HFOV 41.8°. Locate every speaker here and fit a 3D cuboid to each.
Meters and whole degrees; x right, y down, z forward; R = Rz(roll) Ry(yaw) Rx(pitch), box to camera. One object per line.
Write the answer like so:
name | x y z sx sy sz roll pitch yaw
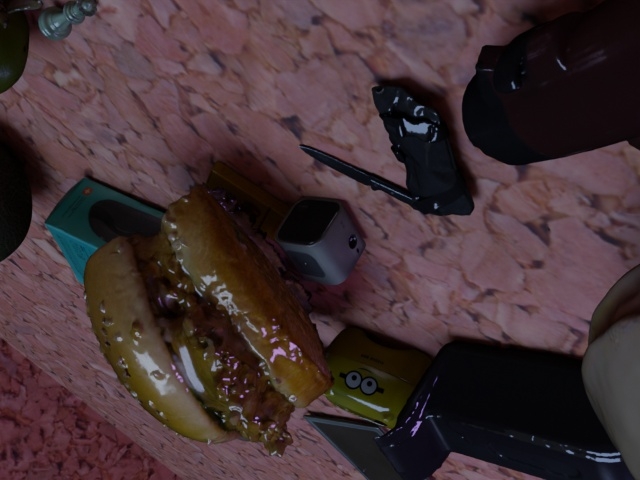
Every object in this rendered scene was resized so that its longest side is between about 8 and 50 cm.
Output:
speaker | 0.276 -0.131 0.623 0.259 0.198 0.329 -3 176 -16
speaker | 0.292 0.272 1.156 0.388 0.184 0.180 4 141 40

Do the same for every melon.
melon | -0.630 -0.064 1.482 0.237 0.237 0.301 33 157 -3

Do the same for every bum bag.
bum bag | 0.110 -0.086 0.905 0.087 0.049 0.197 17 150 36

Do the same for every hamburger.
hamburger | -0.135 0.159 1.173 0.287 0.268 0.445 63 -177 37

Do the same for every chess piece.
chess piece | -0.306 -0.277 1.029 0.093 0.042 0.042 -10 132 42

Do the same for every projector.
projector | 0.000 0.000 1.115 0.083 0.083 0.082 8 144 38

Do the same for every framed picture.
framed picture | 0.123 0.469 1.820 0.232 0.019 0.296 -3 136 47

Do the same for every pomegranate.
pomegranate | -0.437 -0.272 1.042 0.224 0.181 0.181 -24 122 37

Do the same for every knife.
knife | 0.047 -0.079 1.021 0.170 0.010 0.023 28 146 12

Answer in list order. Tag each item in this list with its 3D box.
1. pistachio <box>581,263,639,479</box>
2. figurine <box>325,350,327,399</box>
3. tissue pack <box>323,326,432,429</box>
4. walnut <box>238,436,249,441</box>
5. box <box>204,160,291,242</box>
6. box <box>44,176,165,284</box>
pistachio | 0.411 0.144 0.724 0.365 0.281 0.445 17 153 19
figurine | -0.030 0.232 1.504 0.229 0.112 0.137 10 155 12
tissue pack | 0.087 0.230 1.356 0.178 0.127 0.123 19 152 24
walnut | -0.160 0.362 1.810 0.162 0.140 0.140 50 151 -1
box | -0.095 -0.048 1.201 0.155 0.023 0.087 33 155 -3
box | -0.291 0.039 1.434 0.311 0.118 0.205 23 153 17
